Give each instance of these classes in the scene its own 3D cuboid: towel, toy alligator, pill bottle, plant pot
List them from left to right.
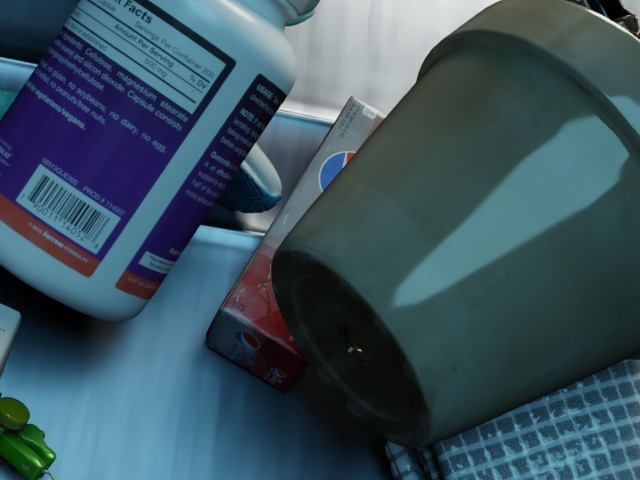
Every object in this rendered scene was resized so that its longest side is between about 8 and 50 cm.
[{"bbox_3d":[-0.248,0.155,1.089,0.190,0.056,0.051,37,19,1],"label":"toy alligator"},{"bbox_3d":[-0.142,-0.107,1.100,0.181,0.181,0.323,34,91,-1],"label":"pill bottle"},{"bbox_3d":[0.127,0.011,1.082,0.280,0.323,0.323,-36,81,-23],"label":"plant pot"},{"bbox_3d":[0.223,0.223,1.173,0.284,0.121,0.235,-11,69,-23],"label":"towel"}]

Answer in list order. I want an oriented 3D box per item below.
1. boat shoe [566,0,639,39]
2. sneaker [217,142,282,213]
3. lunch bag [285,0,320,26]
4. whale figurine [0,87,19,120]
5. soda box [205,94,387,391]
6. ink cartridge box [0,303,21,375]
[{"bbox_3d":[0.301,-0.218,1.432,0.073,0.073,0.207,-21,75,-45],"label":"boat shoe"},{"bbox_3d":[-0.108,-0.124,1.247,0.228,0.087,0.092,48,58,5],"label":"sneaker"},{"bbox_3d":[-0.111,-0.317,1.291,0.224,0.108,0.279,-8,57,-42],"label":"lunch bag"},{"bbox_3d":[-0.379,-0.146,1.133,0.272,0.141,0.216,27,60,-6],"label":"whale figurine"},{"bbox_3d":[0.000,0.000,1.225,0.092,0.083,0.263,31,60,-2],"label":"soda box"},{"bbox_3d":[-0.305,0.160,0.908,0.115,0.198,0.273,22,17,-8],"label":"ink cartridge box"}]
